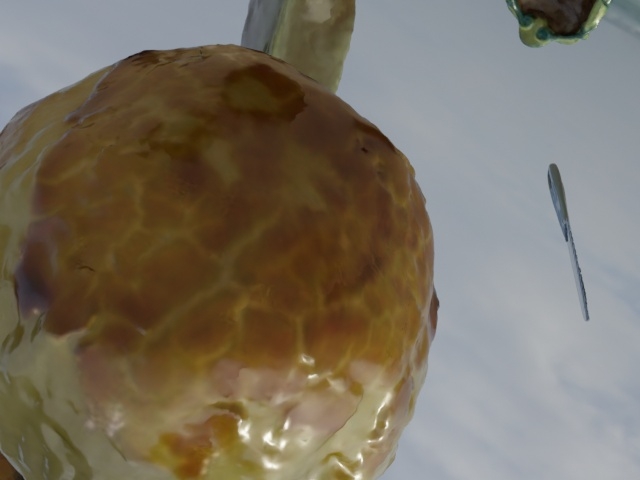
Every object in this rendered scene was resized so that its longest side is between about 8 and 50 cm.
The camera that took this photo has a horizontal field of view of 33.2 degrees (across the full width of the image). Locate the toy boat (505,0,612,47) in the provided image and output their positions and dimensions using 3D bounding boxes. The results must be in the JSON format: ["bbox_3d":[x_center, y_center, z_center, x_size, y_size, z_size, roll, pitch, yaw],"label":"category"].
[{"bbox_3d":[0.243,-0.288,1.002,0.108,0.099,0.293,34,163,13],"label":"toy boat"}]

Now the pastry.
[{"bbox_3d":[-0.084,0.029,0.816,0.389,0.312,0.388,14,-136,-15],"label":"pastry"}]

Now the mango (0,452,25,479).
[{"bbox_3d":[-0.578,0.434,1.704,0.221,0.378,0.263,8,-111,-63],"label":"mango"}]

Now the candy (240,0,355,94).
[{"bbox_3d":[-0.031,-0.213,1.186,0.102,0.233,0.104,10,-162,-27],"label":"candy"}]

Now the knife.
[{"bbox_3d":[0.295,-0.006,1.272,0.019,0.044,0.313,-6,-142,7],"label":"knife"}]
